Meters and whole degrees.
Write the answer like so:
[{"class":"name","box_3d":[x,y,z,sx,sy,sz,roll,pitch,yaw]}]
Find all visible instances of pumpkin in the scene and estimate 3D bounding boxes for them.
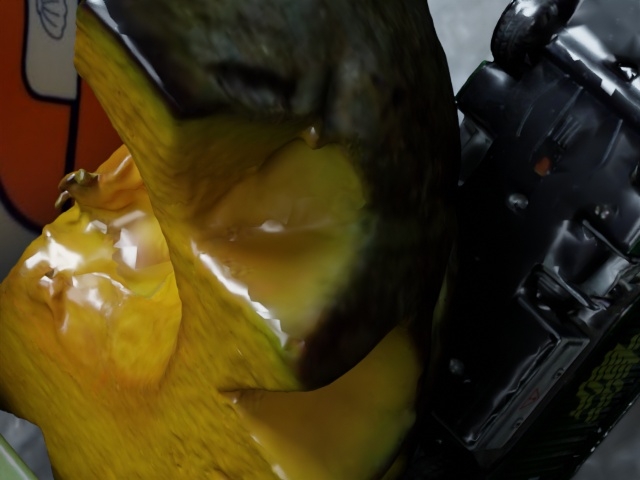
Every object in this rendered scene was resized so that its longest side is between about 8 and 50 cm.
[{"class":"pumpkin","box_3d":[0.000,0.000,0.519,0.130,0.149,0.254,44,152,6]}]

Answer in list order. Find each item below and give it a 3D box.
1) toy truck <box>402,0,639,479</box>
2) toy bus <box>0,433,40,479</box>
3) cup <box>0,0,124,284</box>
[{"class":"toy truck","box_3d":[0.051,0.029,0.615,0.088,0.121,0.259,44,108,24]},{"class":"toy bus","box_3d":[-0.100,0.132,0.568,0.101,0.088,0.175,-36,96,35]},{"class":"cup","box_3d":[-0.162,-0.061,0.623,0.212,0.317,0.212,-1,87,29]}]
